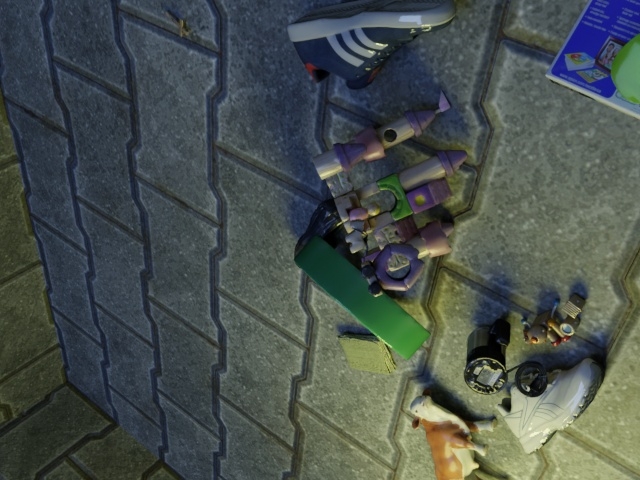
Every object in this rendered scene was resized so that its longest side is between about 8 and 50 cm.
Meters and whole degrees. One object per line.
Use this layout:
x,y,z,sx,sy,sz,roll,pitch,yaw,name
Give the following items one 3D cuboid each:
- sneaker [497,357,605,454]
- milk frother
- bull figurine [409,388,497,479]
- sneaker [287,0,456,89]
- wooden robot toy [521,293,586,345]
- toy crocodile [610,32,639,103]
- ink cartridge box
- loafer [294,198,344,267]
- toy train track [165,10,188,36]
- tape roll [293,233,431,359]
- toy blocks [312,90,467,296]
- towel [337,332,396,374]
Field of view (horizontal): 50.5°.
0.449,0.317,1.355,0.129,0.111,0.297,45,138,19,sneaker
0.369,0.246,1.358,0.143,0.135,0.129,41,115,-3,milk frother
0.321,0.486,1.592,0.188,0.101,0.310,1,117,41,bull figurine
0.099,-0.350,1.212,0.350,0.131,0.148,10,131,46,sneaker
0.432,0.174,1.287,0.076,0.079,0.173,49,140,5,wooden robot toy
0.505,-0.294,0.808,0.340,0.115,0.105,-35,75,28,toy crocodile
0.455,-0.276,0.930,0.206,0.045,0.208,36,106,29,ink cartridge box
0.000,0.000,1.573,0.078,0.076,0.223,47,136,19,loafer
-0.331,-0.508,1.581,0.083,0.014,0.048,46,146,17,toy train track
0.086,0.117,1.429,0.321,0.077,0.321,42,180,0,tape roll
0.160,-0.090,1.235,0.260,0.309,0.288,-23,94,6,toy blocks
0.116,0.282,1.701,0.148,0.027,0.110,-3,116,43,towel
